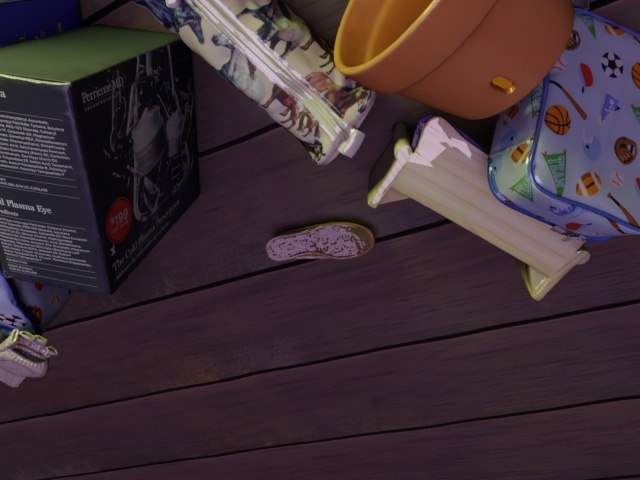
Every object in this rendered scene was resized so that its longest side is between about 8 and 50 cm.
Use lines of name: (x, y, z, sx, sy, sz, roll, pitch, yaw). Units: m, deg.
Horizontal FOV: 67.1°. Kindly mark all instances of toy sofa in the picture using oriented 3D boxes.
toy sofa: (0.271, -0.074, 0.816, 0.362, 0.150, 0.177, 28, 117, -7)

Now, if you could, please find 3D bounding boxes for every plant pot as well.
plant pot: (0.183, -0.297, 0.637, 0.203, 0.291, 0.291, 26, 124, -27)

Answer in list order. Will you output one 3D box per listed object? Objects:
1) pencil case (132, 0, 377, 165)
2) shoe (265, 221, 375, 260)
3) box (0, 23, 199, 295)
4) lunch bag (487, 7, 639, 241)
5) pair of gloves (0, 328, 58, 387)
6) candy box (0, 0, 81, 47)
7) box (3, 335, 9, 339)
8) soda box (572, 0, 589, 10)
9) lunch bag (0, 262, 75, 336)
pencil case: (-0.092, -0.291, 0.728, 0.410, 0.183, 0.160, 39, 119, -15)
shoe: (0.000, 0.000, 0.971, 0.219, 0.058, 0.077, -4, 101, 8)
box: (-0.345, -0.146, 0.766, 0.178, 0.343, 0.313, 9, 123, 7)
lunch bag: (0.374, -0.149, 0.676, 0.243, 0.115, 0.304, 19, 78, -12)
pair of gloves: (-0.580, 0.171, 0.815, 0.204, 0.042, 0.240, -28, 121, 31)
candy box: (-0.502, -0.232, 0.757, 0.122, 0.317, 0.268, 11, 122, 5)
box: (-0.839, 0.158, 1.148, 0.247, 0.163, 0.142, 5, 121, 8)
soda box: (0.330, -0.398, 0.661, 0.060, 0.053, 0.169, -10, 119, 16)
lunch bag: (-0.642, -0.019, 0.906, 0.385, 0.328, 0.239, 5, 127, 10)
